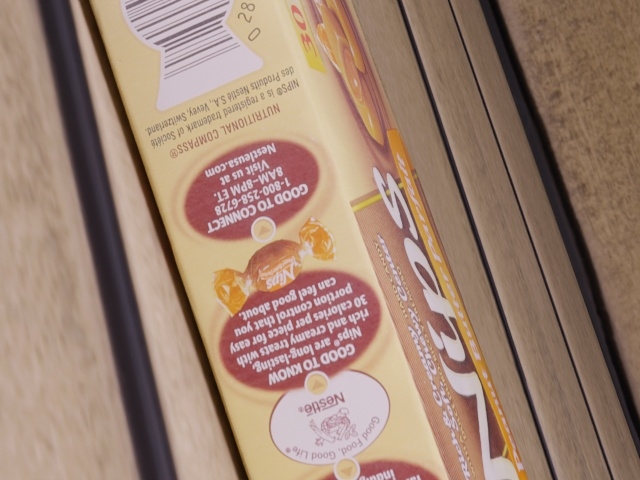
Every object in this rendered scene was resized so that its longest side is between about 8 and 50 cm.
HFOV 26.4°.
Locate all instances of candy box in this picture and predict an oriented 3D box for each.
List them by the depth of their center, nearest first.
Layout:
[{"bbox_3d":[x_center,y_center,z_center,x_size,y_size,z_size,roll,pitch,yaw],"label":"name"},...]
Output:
[{"bbox_3d":[0.000,0.000,0.643,0.183,0.087,0.317,9,62,-73],"label":"candy box"}]
